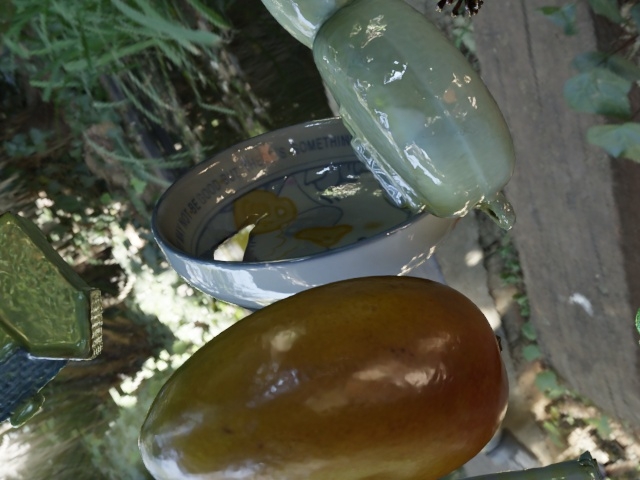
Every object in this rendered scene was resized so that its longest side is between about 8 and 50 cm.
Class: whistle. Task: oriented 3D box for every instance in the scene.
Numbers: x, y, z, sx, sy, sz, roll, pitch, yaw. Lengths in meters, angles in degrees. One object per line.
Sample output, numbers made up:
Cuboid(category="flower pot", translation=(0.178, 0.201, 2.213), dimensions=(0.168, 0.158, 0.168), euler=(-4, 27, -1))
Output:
Cuboid(category="whistle", translation=(0.016, -0.105, 0.385), dimensions=(0.258, 0.067, 0.126), euler=(54, -179, 6))

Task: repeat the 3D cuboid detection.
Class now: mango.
Cuboid(category="mango", translation=(0.009, 0.090, 0.426), dimensions=(0.120, 0.221, 0.151), euler=(67, 147, 32))

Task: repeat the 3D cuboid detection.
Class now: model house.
Cuboid(category="model house", translation=(-0.367, 0.105, 0.856), dimensions=(0.189, 0.214, 0.195), euler=(46, 167, -5))

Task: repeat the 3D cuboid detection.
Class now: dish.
Cuboid(category="dish", translation=(0.000, 0.000, 0.650), dimensions=(0.273, 0.273, 0.134), euler=(36, 145, 55))

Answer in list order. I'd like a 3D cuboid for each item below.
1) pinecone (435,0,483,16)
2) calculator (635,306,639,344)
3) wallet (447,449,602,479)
Cuboid(category="pinecone", translation=(0.144, -0.301, 0.800), dimensions=(0.109, 0.102, 0.102), euler=(35, 157, 21))
Cuboid(category="calculator", translation=(0.423, 0.106, 0.694), dimensions=(0.234, 0.032, 0.146), euler=(6, 109, 36))
Cuboid(category="wallet", translation=(0.118, 0.321, 0.646), dimensions=(0.077, 0.309, 0.223), euler=(55, -157, -58))
